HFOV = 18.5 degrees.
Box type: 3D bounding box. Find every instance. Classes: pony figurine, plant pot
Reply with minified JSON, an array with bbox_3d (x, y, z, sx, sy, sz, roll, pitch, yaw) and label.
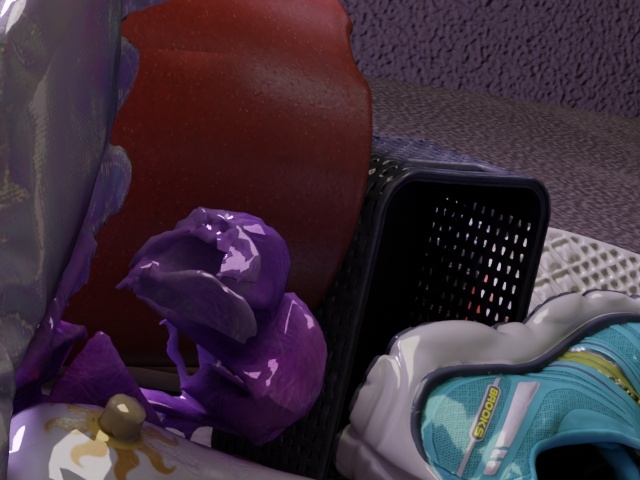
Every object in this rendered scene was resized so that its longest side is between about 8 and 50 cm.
[{"bbox_3d":[-0.079,0.080,0.561,0.363,0.302,0.351,28,21,2],"label":"pony figurine"},{"bbox_3d":[-0.139,-0.054,0.881,0.265,0.272,0.272,10,10,-38],"label":"plant pot"}]

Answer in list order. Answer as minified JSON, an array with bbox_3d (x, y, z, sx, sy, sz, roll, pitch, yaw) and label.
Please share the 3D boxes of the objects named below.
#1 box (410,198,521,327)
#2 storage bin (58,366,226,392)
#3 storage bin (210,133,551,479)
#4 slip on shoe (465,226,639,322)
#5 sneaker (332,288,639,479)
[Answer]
[{"bbox_3d":[0.000,0.000,1.437,0.308,0.076,0.242,10,11,-11],"label":"box"},{"bbox_3d":[-0.117,-0.039,1.177,0.262,0.123,0.260,9,31,-13],"label":"storage bin"},{"bbox_3d":[0.030,0.043,0.978,0.122,0.180,0.084,2,16,-44],"label":"storage bin"},{"bbox_3d":[0.231,0.094,1.148,0.331,0.101,0.123,21,45,-11],"label":"slip on shoe"},{"bbox_3d":[0.116,0.097,0.924,0.110,0.107,0.275,37,26,28],"label":"sneaker"}]
